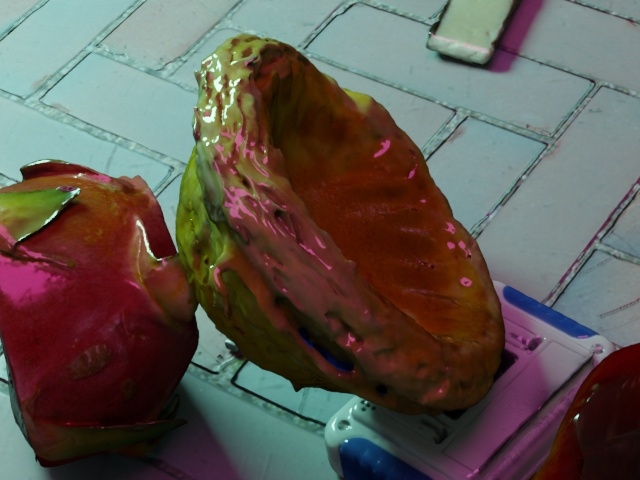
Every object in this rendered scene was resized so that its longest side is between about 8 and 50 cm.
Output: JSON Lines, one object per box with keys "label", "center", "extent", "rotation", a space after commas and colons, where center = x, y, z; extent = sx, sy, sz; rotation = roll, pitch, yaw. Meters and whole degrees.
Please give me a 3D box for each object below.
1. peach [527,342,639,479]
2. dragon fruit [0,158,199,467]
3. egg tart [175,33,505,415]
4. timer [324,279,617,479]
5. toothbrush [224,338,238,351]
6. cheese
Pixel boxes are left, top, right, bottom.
{"label": "peach", "center": [0.305, 0.244, 1.396], "extent": [0.335, 0.310, 0.406], "rotation": [-43, 46, -19]}
{"label": "dragon fruit", "center": [-0.209, 0.062, 1.709], "extent": [0.189, 0.290, 0.290], "rotation": [-15, 45, -12]}
{"label": "egg tart", "center": [0.000, 0.000, 1.623], "extent": [0.169, 0.388, 0.388], "rotation": [-36, 38, 27]}
{"label": "timer", "center": [0.140, 0.147, 1.700], "extent": [0.178, 0.078, 0.253], "rotation": [28, 56, 32]}
{"label": "toothbrush", "center": [-0.036, 0.042, 1.871], "extent": [0.014, 0.017, 0.194], "rotation": [18, 53, 30]}
{"label": "cheese", "center": [0.227, -0.344, 2.200], "extent": [0.085, 0.034, 0.400], "rotation": [15, 50, 16]}
